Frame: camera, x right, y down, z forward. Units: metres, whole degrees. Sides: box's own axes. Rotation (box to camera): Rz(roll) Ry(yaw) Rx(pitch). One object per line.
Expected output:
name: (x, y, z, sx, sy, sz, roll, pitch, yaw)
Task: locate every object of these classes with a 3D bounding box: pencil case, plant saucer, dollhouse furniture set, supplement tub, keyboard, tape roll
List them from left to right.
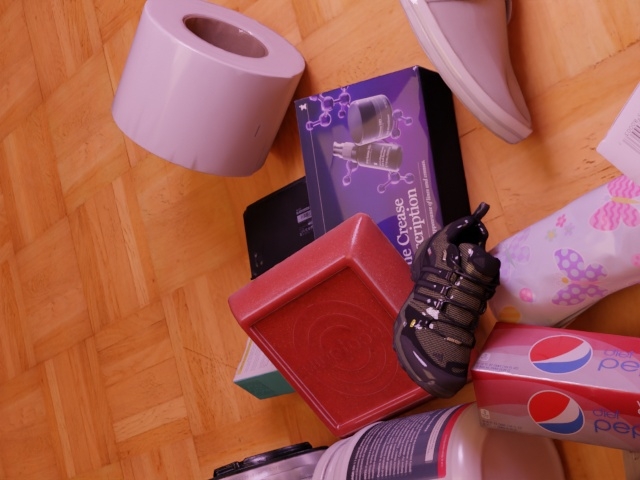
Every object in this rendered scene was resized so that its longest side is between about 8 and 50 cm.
tape roll: (-0.164, -0.226, 1.419, 0.246, 0.246, 0.169, 46, 123, 34)
keyboard: (0.000, 0.000, 1.416, 0.317, 0.033, 0.202, -23, 70, 45)
plant saucer: (0.035, 0.128, 1.222, 0.258, 0.048, 0.259, -33, 103, 35)
supplement tub: (0.137, 0.303, 1.174, 0.272, 0.191, 0.191, -23, 76, 44)
pencil case: (0.299, 0.011, 1.042, 0.273, 0.113, 0.124, -36, 49, 40)
dollhouse furniture set: (0.382, 0.249, 1.049, 0.114, 0.091, 0.081, -13, 40, 24)

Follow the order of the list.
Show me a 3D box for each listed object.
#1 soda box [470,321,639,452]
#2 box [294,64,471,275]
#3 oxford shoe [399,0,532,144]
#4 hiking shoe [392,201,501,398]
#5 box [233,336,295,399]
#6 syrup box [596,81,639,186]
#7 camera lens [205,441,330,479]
soda box: (0.295, 0.154, 1.006, 0.263, 0.092, 0.084, 4, 124, 30)
box: (0.083, -0.069, 1.244, 0.184, 0.103, 0.261, -12, 83, 32)
oxford shoe: (0.158, -0.324, 1.152, 0.130, 0.169, 0.450, -27, 71, 23)
hiking shoe: (0.140, 0.058, 1.040, 0.114, 0.086, 0.227, 125, 161, -45)
box: (-0.017, 0.155, 1.390, 0.244, 0.060, 0.101, -21, 41, 45)
syrup box: (0.366, -0.087, 0.878, 0.096, 0.236, 0.093, 49, 124, 34)
camera lens: (-0.046, 0.433, 1.353, 0.219, 0.219, 0.274, -30, 72, 43)
